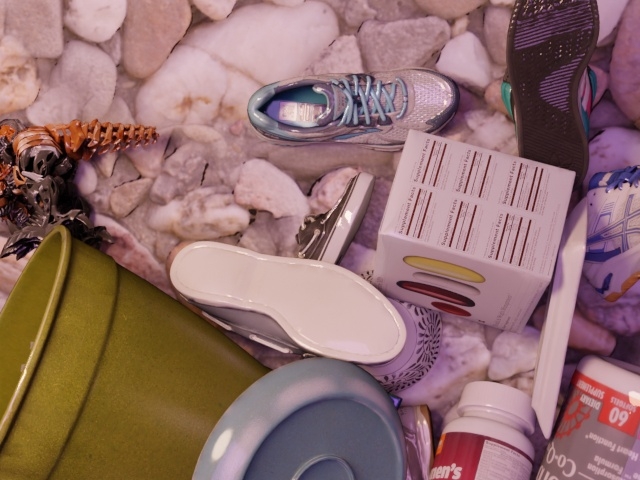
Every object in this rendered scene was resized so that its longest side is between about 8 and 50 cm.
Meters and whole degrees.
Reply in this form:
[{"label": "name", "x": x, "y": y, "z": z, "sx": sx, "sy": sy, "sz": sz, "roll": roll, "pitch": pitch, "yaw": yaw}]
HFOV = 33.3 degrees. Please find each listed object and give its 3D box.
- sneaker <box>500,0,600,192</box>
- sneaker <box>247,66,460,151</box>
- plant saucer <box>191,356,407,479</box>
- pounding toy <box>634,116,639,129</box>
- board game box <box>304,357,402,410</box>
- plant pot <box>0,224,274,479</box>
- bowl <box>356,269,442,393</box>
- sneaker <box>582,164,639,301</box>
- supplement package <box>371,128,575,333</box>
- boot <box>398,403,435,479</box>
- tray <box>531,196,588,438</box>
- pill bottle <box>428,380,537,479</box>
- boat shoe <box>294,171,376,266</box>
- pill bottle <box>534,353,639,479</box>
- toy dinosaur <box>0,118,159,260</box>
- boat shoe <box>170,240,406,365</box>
[{"label": "sneaker", "x": 0.287, "y": -0.222, "z": 1.325, "sx": 0.124, "sy": 0.178, "sz": 0.295, "roll": -1, "pitch": 120, "yaw": 7}, {"label": "sneaker", "x": 0.039, "y": -0.167, "z": 1.386, "sx": 0.283, "sy": 0.122, "sz": 0.110, "roll": -6, "pitch": 90, "yaw": 7}, {"label": "plant saucer", "x": -0.010, "y": 0.296, "z": 1.256, "sx": 0.318, "sy": 0.044, "sz": 0.317, "roll": -8, "pitch": 103, "yaw": -36}, {"label": "pounding toy", "x": 0.485, "y": -0.115, "z": 1.288, "sx": 0.181, "sy": 0.206, "sz": 0.094, "roll": 43, "pitch": 96, "yaw": 5}, {"label": "board game box", "x": 0.004, "y": 0.268, "z": 1.374, "sx": 0.136, "sy": 0.035, "sz": 0.201, "roll": 23, "pitch": 87, "yaw": 14}, {"label": "plant pot", "x": -0.227, "y": 0.217, "z": 1.303, "sx": 0.353, "sy": 0.366, "sz": 0.366, "roll": 25, "pitch": 94, "yaw": -20}, {"label": "bowl", "x": 0.074, "y": 0.125, "z": 1.407, "sx": 0.170, "sy": 0.080, "sz": 0.170, "roll": 0, "pitch": 91, "yaw": 8}, {"label": "sneaker", "x": 0.382, "y": -0.044, "z": 1.283, "sx": 0.131, "sy": 0.112, "sz": 0.296, "roll": 47, "pitch": 140, "yaw": 13}, {"label": "supplement package", "x": 0.180, "y": -0.006, "z": 1.315, "sx": 0.203, "sy": 0.194, "sz": 0.149, "roll": 15, "pitch": 67, "yaw": 7}, {"label": "boot", "x": 0.072, "y": 0.327, "z": 1.412, "sx": 0.165, "sy": 0.077, "sz": 0.213, "roll": -4, "pitch": 85, "yaw": 7}, {"label": "tray", "x": 0.288, "y": 0.093, "z": 1.300, "sx": 0.030, "sy": 0.145, "sz": 0.270, "roll": 9, "pitch": 117, "yaw": 10}, {"label": "pill bottle", "x": 0.199, "y": 0.296, "z": 1.337, "sx": 0.121, "sy": 0.121, "sz": 0.221, "roll": 17, "pitch": 64, "yaw": 7}, {"label": "boat shoe", "x": 0.000, "y": 0.000, "z": 1.415, "sx": 0.070, "sy": 0.078, "sz": 0.219, "roll": 29, "pitch": 98, "yaw": 9}, {"label": "pill bottle", "x": 0.359, "y": 0.340, "z": 1.308, "sx": 0.210, "sy": 0.210, "sz": 0.363, "roll": 19, "pitch": 93, "yaw": 7}, {"label": "toy dinosaur", "x": -0.379, "y": -0.081, "z": 1.435, "sx": 0.322, "sy": 0.164, "sz": 0.218, "roll": -29, "pitch": 69, "yaw": 28}, {"label": "boat shoe", "x": -0.037, "y": 0.088, "z": 1.372, "sx": 0.319, "sy": 0.099, "sz": 0.116, "roll": 17, "pitch": 65, "yaw": 17}]
